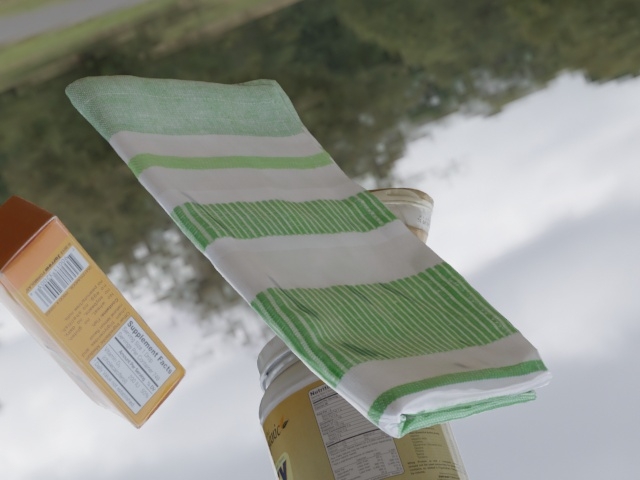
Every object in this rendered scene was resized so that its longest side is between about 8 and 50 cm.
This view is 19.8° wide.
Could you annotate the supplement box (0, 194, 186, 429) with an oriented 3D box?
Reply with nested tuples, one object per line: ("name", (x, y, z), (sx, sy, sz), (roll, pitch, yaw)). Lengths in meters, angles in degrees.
("supplement box", (-0.219, 0.067, 1.651), (0.080, 0.233, 0.078), (-47, -139, -18))

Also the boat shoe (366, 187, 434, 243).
("boat shoe", (0.017, -0.008, 1.624), (0.170, 0.059, 0.063), (-7, 157, 25))

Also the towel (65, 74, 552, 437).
("towel", (0.000, 0.000, 1.270), (0.038, 0.325, 0.248), (-51, 158, 23))

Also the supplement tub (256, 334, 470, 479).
("supplement tub", (0.054, 0.262, 2.226), (0.228, 0.316, 0.228), (-14, 151, -8))
